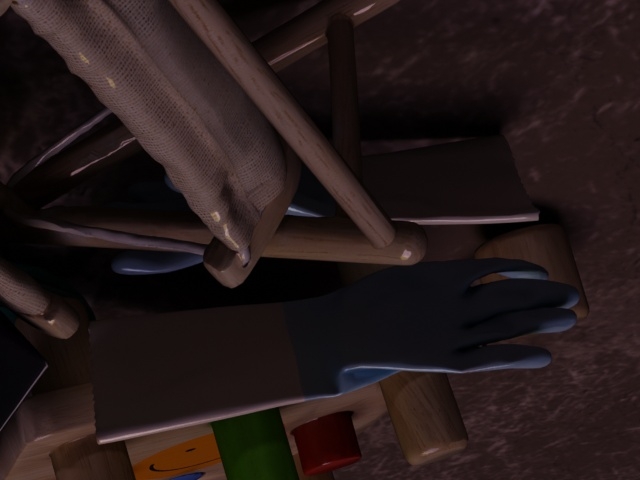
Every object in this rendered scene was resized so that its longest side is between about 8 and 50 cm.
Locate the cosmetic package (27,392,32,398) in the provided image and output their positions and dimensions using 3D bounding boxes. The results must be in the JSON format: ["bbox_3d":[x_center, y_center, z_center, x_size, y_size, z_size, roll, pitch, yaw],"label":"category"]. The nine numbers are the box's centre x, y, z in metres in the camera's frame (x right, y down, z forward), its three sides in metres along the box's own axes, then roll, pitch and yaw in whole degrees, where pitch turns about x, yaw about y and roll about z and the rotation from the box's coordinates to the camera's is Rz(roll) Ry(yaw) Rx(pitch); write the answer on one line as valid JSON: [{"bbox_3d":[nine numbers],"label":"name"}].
[{"bbox_3d":[-0.186,0.197,1.077,0.107,0.127,0.238,9,149,-16],"label":"cosmetic package"}]

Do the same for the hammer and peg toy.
[{"bbox_3d":[-0.021,0.106,0.835,0.361,0.127,0.266,-10,161,-26],"label":"hammer and peg toy"}]

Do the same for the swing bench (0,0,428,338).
[{"bbox_3d":[-0.121,-0.086,0.571,0.254,0.165,0.253,-14,148,20],"label":"swing bench"}]

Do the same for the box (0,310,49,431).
[{"bbox_3d":[-0.275,0.000,0.641,0.261,0.103,0.184,39,173,-35],"label":"box"}]

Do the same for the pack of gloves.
[{"bbox_3d":[0.000,0.000,0.686,0.232,0.195,0.046,-9,124,-5],"label":"pack of gloves"}]

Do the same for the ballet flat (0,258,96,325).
[{"bbox_3d":[-0.250,0.027,0.840,0.247,0.083,0.087,28,154,-36],"label":"ballet flat"}]
